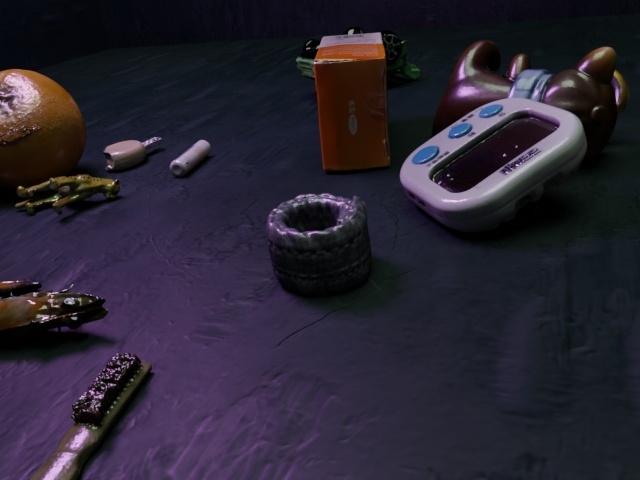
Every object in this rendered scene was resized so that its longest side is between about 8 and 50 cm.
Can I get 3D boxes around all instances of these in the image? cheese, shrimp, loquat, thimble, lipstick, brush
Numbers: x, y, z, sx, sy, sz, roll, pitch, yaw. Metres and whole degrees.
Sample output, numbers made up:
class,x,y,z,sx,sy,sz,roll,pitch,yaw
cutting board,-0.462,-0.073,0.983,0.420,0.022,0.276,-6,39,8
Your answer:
class,x,y,z,sx,sy,sz,roll,pitch,yaw
cheese,-0.454,-0.215,1.398,0.092,0.047,0.171,3,29,14
shrimp,-0.411,0.086,0.798,0.296,0.058,0.169,-7,24,7
loquat,-0.650,-0.236,1.269,0.263,0.263,0.263,-6,27,3
thimble,-0.001,0.001,0.808,0.150,0.098,0.150,-7,27,3
lipstick,-0.290,-0.184,1.306,0.040,0.040,0.141,1,29,16
brush,-0.238,0.192,0.563,0.043,0.036,0.248,-4,27,16

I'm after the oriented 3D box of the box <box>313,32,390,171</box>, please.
class,x,y,z,sx,sy,sz,roll,pitch,yaw
box,0.071,-0.310,1.259,0.143,0.225,0.341,-3,27,6

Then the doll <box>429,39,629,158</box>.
class,x,y,z,sx,sy,sz,roll,pitch,yaw
doll,0.395,-0.251,1.130,0.339,0.209,0.318,16,67,41

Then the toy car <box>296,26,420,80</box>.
class,x,y,z,sx,sy,sz,roll,pitch,yaw
toy car,0.115,-0.541,1.772,0.358,0.176,0.213,-24,30,-22

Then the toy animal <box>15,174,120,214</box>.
class,x,y,z,sx,sy,sz,roll,pitch,yaw
toy animal,-0.515,-0.098,1.178,0.181,0.073,0.136,-4,16,34

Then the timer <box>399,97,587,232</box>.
class,x,y,z,sx,sy,sz,roll,pitch,yaw
timer,0.268,-0.122,0.932,0.262,0.087,0.237,-34,34,-4
